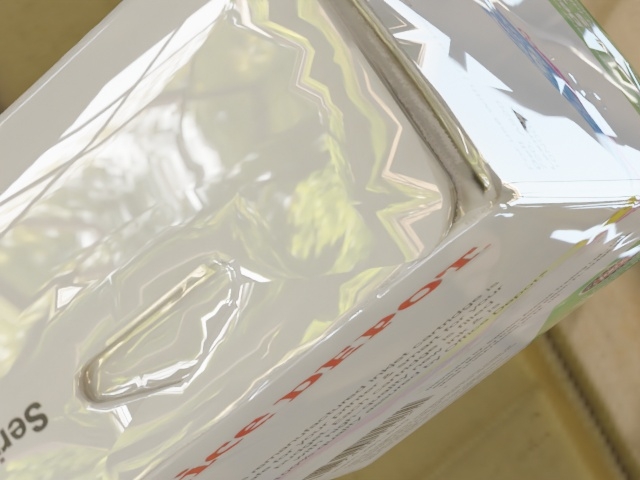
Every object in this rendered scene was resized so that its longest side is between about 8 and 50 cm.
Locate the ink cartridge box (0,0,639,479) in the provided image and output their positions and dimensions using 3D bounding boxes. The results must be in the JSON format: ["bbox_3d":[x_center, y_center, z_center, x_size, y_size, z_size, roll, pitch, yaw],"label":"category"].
[{"bbox_3d":[0.000,0.000,0.600,0.117,0.201,0.278,56,-159,13],"label":"ink cartridge box"}]
